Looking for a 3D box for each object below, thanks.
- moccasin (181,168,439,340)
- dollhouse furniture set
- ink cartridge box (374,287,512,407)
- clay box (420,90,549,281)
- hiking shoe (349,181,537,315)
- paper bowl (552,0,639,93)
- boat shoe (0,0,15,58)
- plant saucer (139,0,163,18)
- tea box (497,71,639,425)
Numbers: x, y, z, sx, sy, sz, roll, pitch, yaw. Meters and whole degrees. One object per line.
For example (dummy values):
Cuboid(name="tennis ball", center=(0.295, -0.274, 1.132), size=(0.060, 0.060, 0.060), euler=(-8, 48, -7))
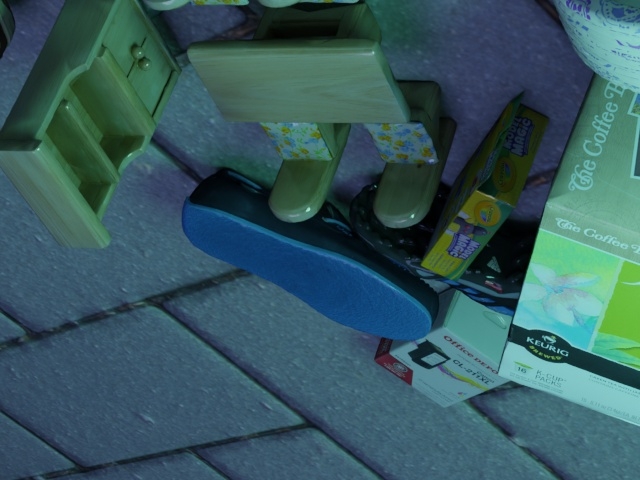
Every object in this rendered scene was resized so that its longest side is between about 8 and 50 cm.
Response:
Cuboid(name="moccasin", center=(0.000, 0.000, 2.257), size=(0.342, 0.117, 0.137), euler=(29, 139, 1))
Cuboid(name="dollhouse furniture set", center=(-0.110, -0.139, 1.943), size=(0.394, 0.256, 0.362), euler=(2, 145, 27))
Cuboid(name="ink cartridge box", center=(0.172, 0.139, 2.384), size=(0.127, 0.072, 0.175), euler=(34, 149, -15))
Cuboid(name="clay box", center=(0.184, -0.058, 2.013), size=(0.053, 0.127, 0.222), euler=(26, 150, -4))
Cuboid(name="hiking shoe", center=(0.172, 0.029, 2.174), size=(0.304, 0.113, 0.132), euler=(22, 155, 10))
Cuboid(name="paper bowl", center=(0.329, -0.227, 1.489), size=(0.284, 0.284, 0.148), euler=(5, 144, 29))
Cuboid(name="boat shoe", center=(-0.411, -0.273, 2.044), size=(0.095, 0.095, 0.257), euler=(8, 152, 20))
Cuboid(name="plant saucer", center=(-0.231, -0.284, 2.063), size=(0.119, 0.021, 0.119), euler=(17, 149, 11))
Cuboid(name="tea box", center=(0.335, -0.041, 1.732), size=(0.220, 0.329, 0.323), euler=(19, 150, 10))
